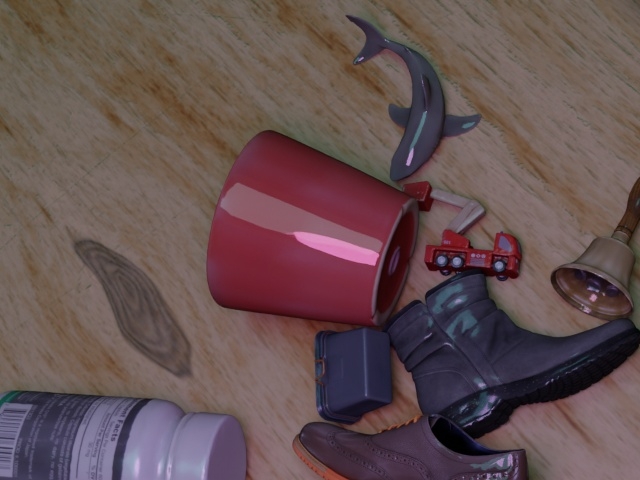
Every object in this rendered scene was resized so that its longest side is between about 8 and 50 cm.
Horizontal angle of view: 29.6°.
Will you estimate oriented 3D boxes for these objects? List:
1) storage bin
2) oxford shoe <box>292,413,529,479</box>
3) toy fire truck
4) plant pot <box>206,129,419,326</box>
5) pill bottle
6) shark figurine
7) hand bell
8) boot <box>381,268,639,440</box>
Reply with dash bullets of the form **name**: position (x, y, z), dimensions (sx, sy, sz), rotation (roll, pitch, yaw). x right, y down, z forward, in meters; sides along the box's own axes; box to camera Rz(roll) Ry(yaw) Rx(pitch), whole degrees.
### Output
- **storage bin**: position (0.048, 0.187, 1.746), dimensions (0.091, 0.098, 0.135), rotation (-24, 59, 42)
- **oxford shoe**: position (0.123, 0.291, 1.653), dimensions (0.363, 0.130, 0.133), rotation (13, 98, 32)
- **toy fire truck**: position (0.211, -0.016, 1.824), dimensions (0.192, 0.047, 0.135), rotation (5, 72, 17)
- **plant pot**: position (0.000, 0.000, 1.764), dimensions (0.243, 0.275, 0.275), rotation (16, 75, 16)
- **pill bottle**: position (-0.304, 0.326, 1.749), dimensions (0.360, 0.204, 0.204), rotation (2, 70, 16)
- **shark figurine**: position (0.145, -0.249, 1.898), dimensions (0.166, 0.116, 0.278), rotation (-19, 68, 6)
- **hand bell**: position (0.442, -0.016, 1.745), dimensions (0.126, 0.126, 0.242), rotation (24, 66, 22)
- **boot**: position (0.263, 0.129, 1.716), dimensions (0.338, 0.118, 0.223), rotation (-25, 64, 6)
